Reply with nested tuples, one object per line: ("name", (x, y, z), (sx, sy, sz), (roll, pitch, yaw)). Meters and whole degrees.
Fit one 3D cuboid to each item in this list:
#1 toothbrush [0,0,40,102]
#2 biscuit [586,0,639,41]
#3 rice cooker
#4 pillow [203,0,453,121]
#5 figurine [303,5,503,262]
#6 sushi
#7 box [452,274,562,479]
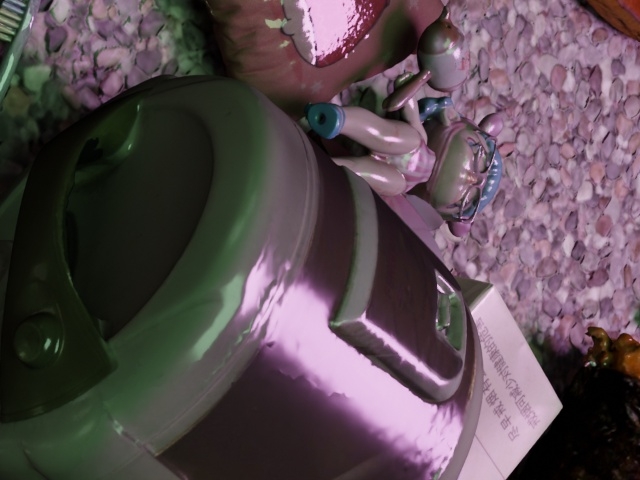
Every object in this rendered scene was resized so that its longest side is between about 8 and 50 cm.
("toothbrush", (-0.270, -0.021, 1.143), (0.037, 0.028, 0.375), (24, 83, -33))
("biscuit", (0.323, -0.330, 1.546), (0.262, 0.052, 0.277), (21, 84, -44))
("rice cooker", (-0.082, 0.065, 1.127), (0.325, 0.335, 0.335), (44, 71, -34))
("pillow", (-0.008, -0.215, 1.280), (0.223, 0.084, 0.236), (-36, 117, -28))
("figurine", (0.062, -0.089, 1.319), (0.260, 0.103, 0.205), (5, 96, -55))
("sushi", (0.362, 0.240, 1.570), (0.348, 0.234, 0.208), (34, 77, -42))
("box", (0.088, 0.176, 1.437), (0.256, 0.069, 0.164), (-47, 123, -23))
